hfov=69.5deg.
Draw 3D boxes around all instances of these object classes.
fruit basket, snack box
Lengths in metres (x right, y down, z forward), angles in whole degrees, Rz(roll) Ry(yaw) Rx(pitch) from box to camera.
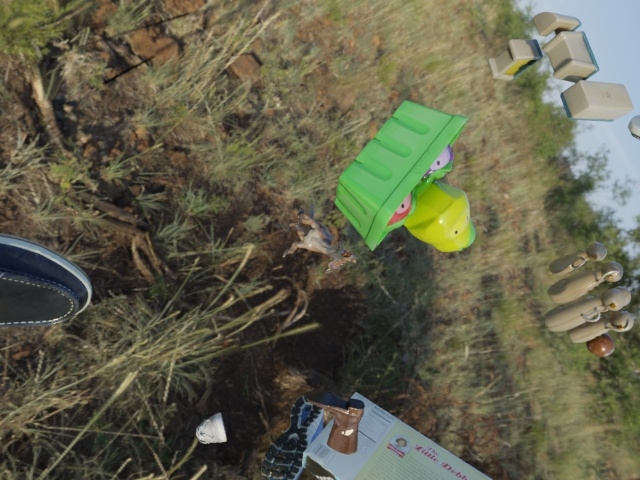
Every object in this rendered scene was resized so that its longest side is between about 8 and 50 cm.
[{"bbox_3d":[0.267,-0.119,1.198,0.283,0.393,0.391,98,-17,-71],"label":"fruit basket"},{"bbox_3d":[0.147,0.455,0.900,0.187,0.322,0.060,-34,139,-42],"label":"snack box"}]

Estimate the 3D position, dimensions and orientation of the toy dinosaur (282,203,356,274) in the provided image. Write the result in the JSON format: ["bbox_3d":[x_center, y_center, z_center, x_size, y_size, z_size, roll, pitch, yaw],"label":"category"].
[{"bbox_3d":[0.000,0.000,1.440,0.201,0.127,0.295,24,24,-15],"label":"toy dinosaur"}]

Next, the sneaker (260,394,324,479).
[{"bbox_3d":[-0.065,0.647,1.420,0.330,0.130,0.147,-52,138,-47],"label":"sneaker"}]

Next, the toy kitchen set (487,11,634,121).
[{"bbox_3d":[0.436,-0.293,0.863,0.122,0.166,0.207,-5,75,-26],"label":"toy kitchen set"}]

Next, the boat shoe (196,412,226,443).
[{"bbox_3d":[-0.266,0.456,1.106,0.063,0.184,0.066,-10,72,-22],"label":"boat shoe"}]

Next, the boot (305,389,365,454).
[{"bbox_3d":[0.019,0.320,0.802,0.037,0.107,0.114,-60,161,-63],"label":"boot"}]

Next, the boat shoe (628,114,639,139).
[{"bbox_3d":[0.619,-0.161,0.802,0.083,0.184,0.065,93,12,-51],"label":"boat shoe"}]

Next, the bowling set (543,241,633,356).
[{"bbox_3d":[0.609,0.140,0.993,0.200,0.154,0.287,48,40,-8],"label":"bowling set"}]

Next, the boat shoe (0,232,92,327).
[{"bbox_3d":[-0.533,0.068,0.594,0.156,0.187,0.500,59,15,28],"label":"boat shoe"}]
